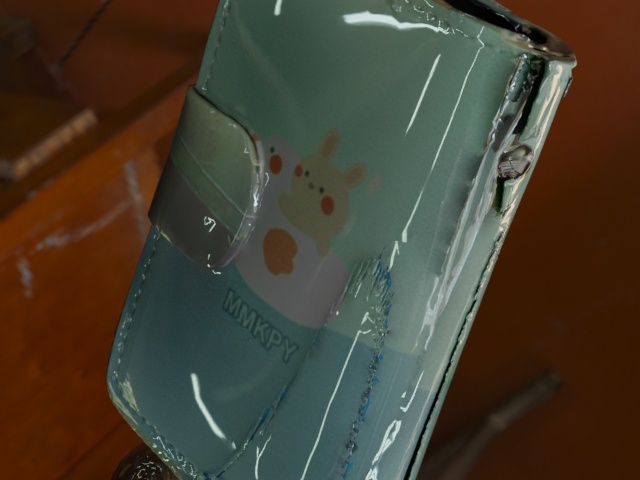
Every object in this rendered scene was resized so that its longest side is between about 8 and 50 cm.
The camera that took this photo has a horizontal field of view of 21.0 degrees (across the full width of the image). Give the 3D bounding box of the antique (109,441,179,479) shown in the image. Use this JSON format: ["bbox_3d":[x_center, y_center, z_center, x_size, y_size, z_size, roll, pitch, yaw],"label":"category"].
[{"bbox_3d":[-0.048,0.219,1.068,0.257,0.143,0.121,51,176,-27],"label":"antique"}]

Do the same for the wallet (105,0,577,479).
[{"bbox_3d":[0.000,0.000,0.732,0.176,0.075,0.250,38,117,42],"label":"wallet"}]
